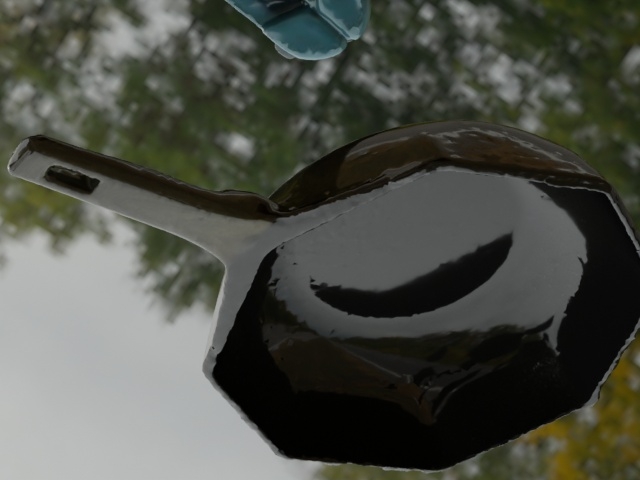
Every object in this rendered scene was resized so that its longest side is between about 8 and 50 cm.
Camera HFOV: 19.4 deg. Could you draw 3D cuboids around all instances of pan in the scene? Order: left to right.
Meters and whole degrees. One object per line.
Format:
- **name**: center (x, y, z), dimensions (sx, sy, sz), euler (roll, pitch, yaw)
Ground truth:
- **pan**: center (0.014, -0.008, 0.524), dimensions (0.202, 0.128, 0.048), euler (54, -168, -47)

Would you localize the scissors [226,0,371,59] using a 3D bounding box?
- **scissors**: center (-0.134, -0.191, 0.633), dimensions (0.393, 0.180, 0.032), euler (41, -160, -15)
